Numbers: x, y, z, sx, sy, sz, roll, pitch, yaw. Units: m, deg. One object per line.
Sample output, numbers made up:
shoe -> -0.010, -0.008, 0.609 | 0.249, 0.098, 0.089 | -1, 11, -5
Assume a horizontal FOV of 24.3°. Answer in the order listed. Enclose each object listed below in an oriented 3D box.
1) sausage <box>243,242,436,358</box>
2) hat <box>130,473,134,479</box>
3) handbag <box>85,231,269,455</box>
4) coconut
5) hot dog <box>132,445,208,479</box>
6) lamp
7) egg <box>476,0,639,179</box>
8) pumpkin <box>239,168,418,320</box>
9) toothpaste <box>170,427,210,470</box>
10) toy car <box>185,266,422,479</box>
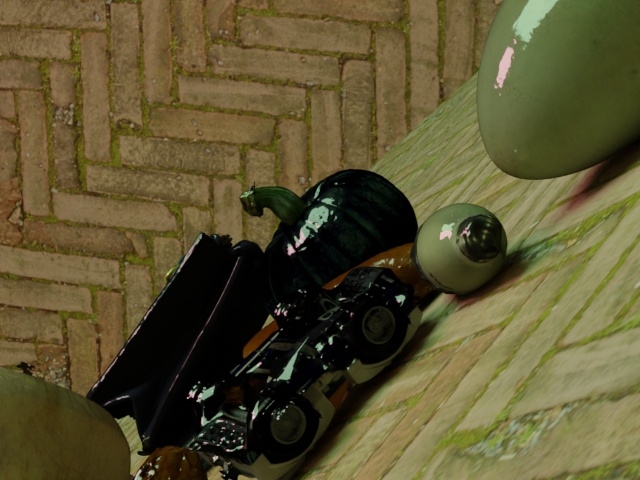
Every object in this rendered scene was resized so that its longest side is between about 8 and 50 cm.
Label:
sausage -> 0.019, 0.093, 1.838 | 0.302, 0.076, 0.103 | -33, -11, 30
hat -> -0.359, 0.339, 2.156 | 0.129, 0.227, 0.140 | -43, 11, 13
handbag -> -0.183, 0.143, 2.140 | 0.329, 0.122, 0.303 | -59, -12, -2
coconut -> -0.424, 0.361, 1.784 | 0.404, 0.404, 0.404 | -43, 5, 5
hot dog -> -0.193, 0.325, 1.613 | 0.227, 0.099, 0.160 | -53, 3, 35
lamp -> 0.151, 0.011, 1.640 | 0.101, 0.101, 0.250 | -45, 0, -13
egg -> 0.282, -0.195, 1.611 | 0.295, 0.218, 0.218 | -52, 6, -2
pumpkin -> 0.000, 0.000, 1.998 | 0.248, 0.248, 0.248 | -43, 5, 5
toothpaste -> -0.253, 0.371, 2.035 | 0.272, 0.053, 0.066 | -44, 10, -9
toy car -> -0.010, 0.145, 1.651 | 0.301, 0.118, 0.193 | -43, 19, -22
